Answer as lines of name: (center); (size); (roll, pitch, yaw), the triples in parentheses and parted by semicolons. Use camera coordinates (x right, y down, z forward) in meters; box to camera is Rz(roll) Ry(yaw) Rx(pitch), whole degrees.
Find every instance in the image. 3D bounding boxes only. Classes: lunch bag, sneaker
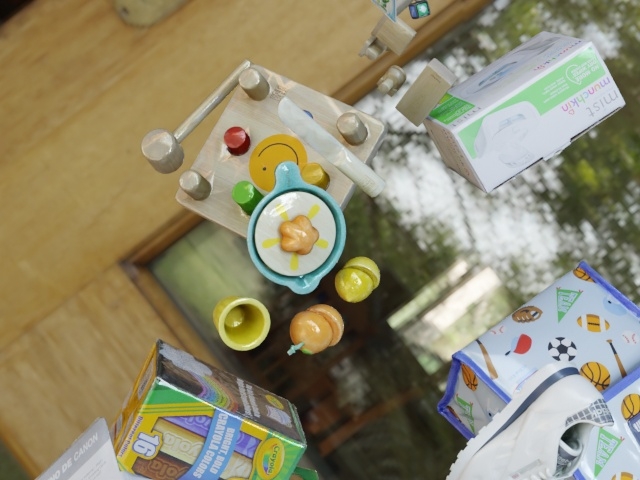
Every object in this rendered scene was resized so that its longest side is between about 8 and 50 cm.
lunch bag: (0.444, 0.271, 2.109); (0.385, 0.328, 0.239); (46, -26, 27)
sneaker: (0.228, 0.242, 1.436); (0.090, 0.235, 0.095); (1, 42, -46)

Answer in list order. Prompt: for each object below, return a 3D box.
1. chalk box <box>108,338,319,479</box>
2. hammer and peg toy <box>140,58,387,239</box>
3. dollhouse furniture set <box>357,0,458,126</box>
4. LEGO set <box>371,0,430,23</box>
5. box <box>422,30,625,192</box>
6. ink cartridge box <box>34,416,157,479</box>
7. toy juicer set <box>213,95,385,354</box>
chalk box: (-0.137, 0.293, 1.771); (0.289, 0.179, 0.180); (28, 8, -12)
hammer and peg toy: (-0.104, -0.145, 1.987); (0.361, 0.266, 0.127); (28, -7, 22)
dollhouse furniture set: (0.160, -0.301, 2.074); (0.151, 0.123, 0.144); (41, -41, 2)
LEGO set: (0.092, -0.409, 1.791); (0.244, 0.060, 0.182); (53, -24, 43)
box: (0.317, -0.209, 2.078); (0.126, 0.262, 0.231); (58, 0, -16)
ink cartridge box: (-0.214, 0.362, 1.177); (0.130, 0.309, 0.272); (27, 27, -44)
toy juicer set: (0.000, 0.000, 1.679); (0.209, 0.329, 0.089); (17, 2, -22)
